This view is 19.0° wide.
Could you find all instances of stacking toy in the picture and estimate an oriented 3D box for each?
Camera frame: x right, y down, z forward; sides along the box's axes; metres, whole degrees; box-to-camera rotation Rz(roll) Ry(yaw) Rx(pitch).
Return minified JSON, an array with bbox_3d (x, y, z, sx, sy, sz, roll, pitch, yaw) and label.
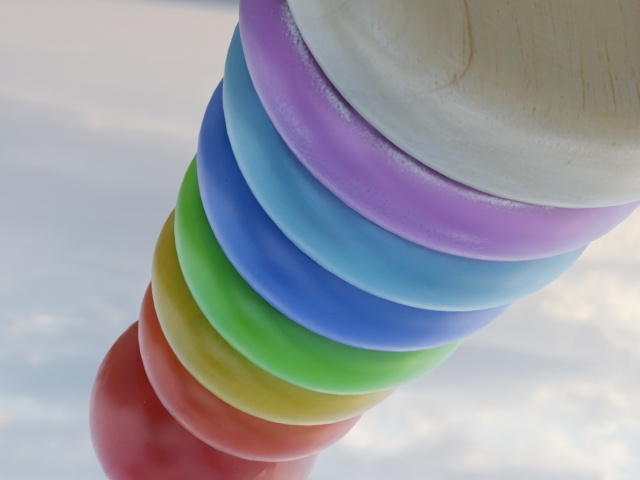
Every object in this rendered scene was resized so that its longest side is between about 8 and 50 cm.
[{"bbox_3d":[0.000,0.000,0.627,0.141,0.141,0.330,3,150,-23],"label":"stacking toy"}]
